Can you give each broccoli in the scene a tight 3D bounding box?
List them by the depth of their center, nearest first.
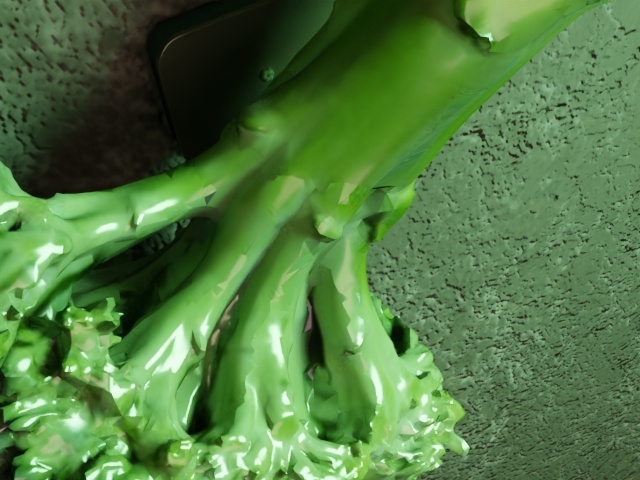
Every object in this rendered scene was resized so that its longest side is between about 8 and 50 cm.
[{"bbox_3d":[0.001,0.010,0.508,0.397,0.275,0.353,-43,167,-9],"label":"broccoli"}]

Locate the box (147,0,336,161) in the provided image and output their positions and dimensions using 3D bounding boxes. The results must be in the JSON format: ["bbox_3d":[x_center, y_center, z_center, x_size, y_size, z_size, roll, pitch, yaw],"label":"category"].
[{"bbox_3d":[-0.037,-0.105,0.529,0.126,0.031,0.091,-26,136,-16],"label":"box"}]
